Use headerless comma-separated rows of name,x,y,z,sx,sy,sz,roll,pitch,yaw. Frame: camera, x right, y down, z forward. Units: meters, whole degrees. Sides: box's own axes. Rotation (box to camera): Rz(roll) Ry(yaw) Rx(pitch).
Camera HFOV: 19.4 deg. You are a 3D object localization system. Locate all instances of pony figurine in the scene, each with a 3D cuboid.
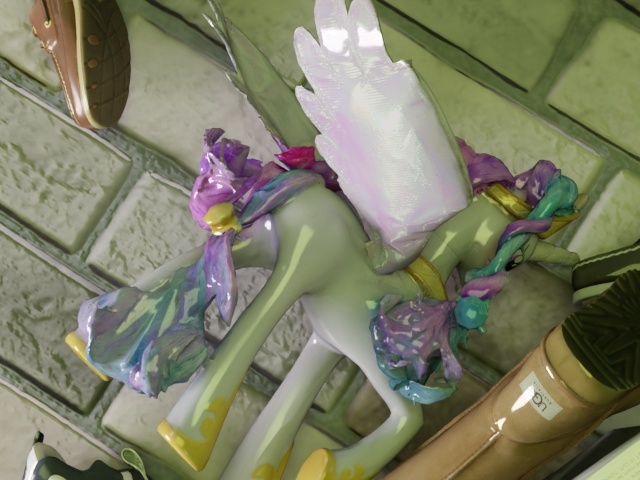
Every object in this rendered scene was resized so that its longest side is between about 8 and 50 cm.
pony figurine,0.000,0.000,1.356,0.363,0.303,0.351,-45,117,-8

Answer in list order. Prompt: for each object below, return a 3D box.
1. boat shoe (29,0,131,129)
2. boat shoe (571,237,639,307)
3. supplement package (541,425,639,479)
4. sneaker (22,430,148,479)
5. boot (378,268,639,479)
boat shoe,-0.192,-0.169,1.459,0.060,0.064,0.178,-14,81,29
boat shoe,0.292,-0.003,1.429,0.227,0.081,0.069,-14,81,-9
supplement package,0.242,0.300,1.340,0.175,0.177,0.293,-36,84,-4
sneaker,-0.221,0.226,1.390,0.235,0.094,0.153,-18,82,-2
boot,0.143,0.138,1.357,0.269,0.236,0.089,-46,67,32
